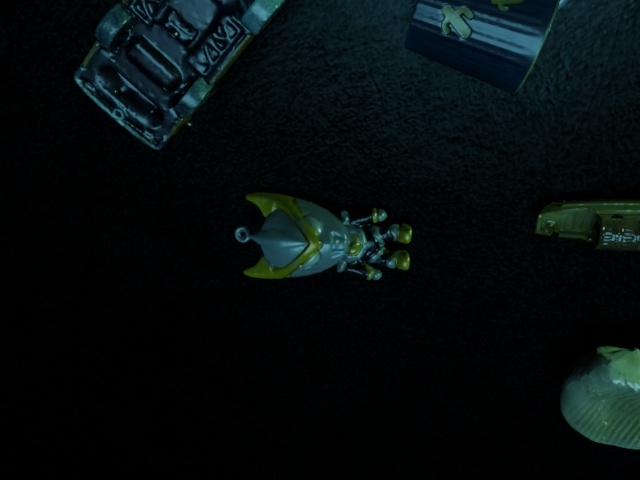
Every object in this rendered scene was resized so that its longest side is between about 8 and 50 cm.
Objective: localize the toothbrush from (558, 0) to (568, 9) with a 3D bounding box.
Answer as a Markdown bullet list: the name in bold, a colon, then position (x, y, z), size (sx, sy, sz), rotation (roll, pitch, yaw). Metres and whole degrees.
- **toothbrush**: position (0.371, -0.385, 0.574), size (0.025, 0.020, 0.286), rotation (39, 126, -4)

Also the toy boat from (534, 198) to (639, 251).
- **toy boat**: position (0.446, -0.023, 0.781), size (0.225, 0.088, 0.068), rotation (2, 127, 13)

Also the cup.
- **cup**: position (0.201, -0.290, 0.638), size (0.155, 0.131, 0.177), rotation (19, 99, 6)

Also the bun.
- **bun**: position (0.557, 0.277, 0.944), size (0.230, 0.133, 0.231), rotation (14, 132, 16)

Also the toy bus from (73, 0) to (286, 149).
- **toy bus**: position (-0.158, -0.294, 0.679), size (0.162, 0.194, 0.323), rotation (41, 122, -17)

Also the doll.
- **doll**: position (0.000, 0.005, 0.918), size (0.315, 0.103, 0.146), rotation (4, 123, 6)
